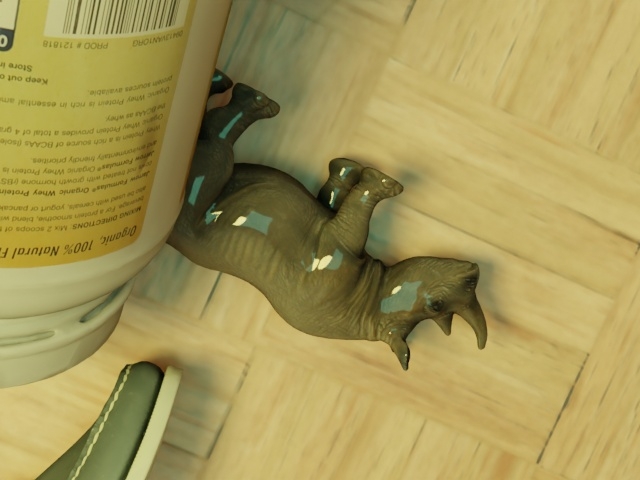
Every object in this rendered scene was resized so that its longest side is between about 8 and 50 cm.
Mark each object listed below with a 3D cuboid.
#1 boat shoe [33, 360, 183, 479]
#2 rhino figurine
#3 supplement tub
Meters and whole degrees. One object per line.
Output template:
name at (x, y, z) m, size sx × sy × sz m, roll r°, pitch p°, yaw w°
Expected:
boat shoe at (-0.191, 0.199, 0.816) m, size 0.099 × 0.116 × 0.319 m, roll 31°, pitch 89°, yaw -2°
rhino figurine at (0.000, 0.000, 0.834) m, size 0.243 × 0.073 × 0.106 m, roll 33°, pitch 89°, yaw -10°
supplement tub at (-0.162, -0.105, 0.682) m, size 0.228 × 0.228 × 0.316 m, roll 14°, pitch 123°, yaw -7°
